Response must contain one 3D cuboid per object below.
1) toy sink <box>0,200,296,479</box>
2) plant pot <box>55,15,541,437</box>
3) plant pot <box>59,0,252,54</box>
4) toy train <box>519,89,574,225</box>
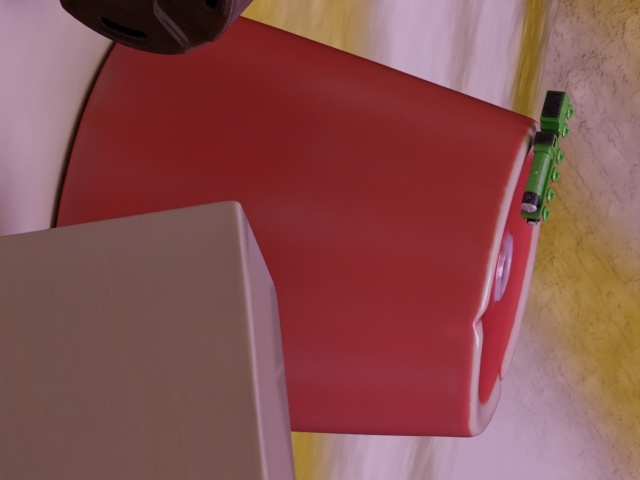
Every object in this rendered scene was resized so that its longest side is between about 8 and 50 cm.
[{"bbox_3d":[-0.091,0.120,0.888,0.131,0.152,0.234,71,10,-65],"label":"toy sink"},{"bbox_3d":[0.000,0.000,1.131,0.275,0.243,0.275,11,90,-77],"label":"plant pot"},{"bbox_3d":[-0.063,-0.192,0.924,0.165,0.167,0.167,-58,157,-36],"label":"plant pot"},{"bbox_3d":[0.129,-0.048,1.061,0.024,0.017,0.083,56,46,-58],"label":"toy train"}]
